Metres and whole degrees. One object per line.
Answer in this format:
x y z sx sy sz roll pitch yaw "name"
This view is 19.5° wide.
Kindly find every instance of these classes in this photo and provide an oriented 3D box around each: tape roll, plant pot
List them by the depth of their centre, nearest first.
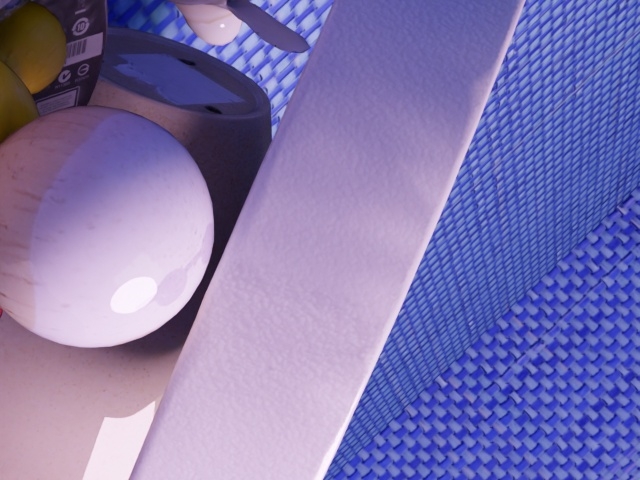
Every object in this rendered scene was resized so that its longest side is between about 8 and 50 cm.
0.000 0.000 0.855 0.392 0.072 0.392 -157 -90 -89 "tape roll"
-0.131 0.022 1.106 0.256 0.256 0.274 -17 132 -60 "plant pot"

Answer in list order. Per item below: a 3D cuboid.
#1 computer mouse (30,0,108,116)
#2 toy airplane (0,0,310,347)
-0.121 -0.166 0.931 0.184 0.060 0.262 -29 147 -33 "computer mouse"
-0.151 -0.071 0.658 0.386 0.272 0.384 -60 169 3 "toy airplane"
